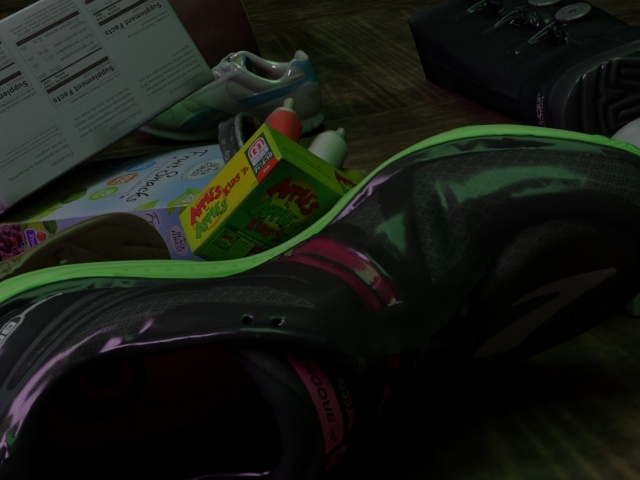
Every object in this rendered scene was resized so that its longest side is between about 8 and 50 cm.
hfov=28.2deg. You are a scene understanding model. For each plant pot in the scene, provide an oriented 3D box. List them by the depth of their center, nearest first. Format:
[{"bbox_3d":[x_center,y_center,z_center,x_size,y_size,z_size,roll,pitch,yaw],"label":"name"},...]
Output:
[{"bbox_3d":[-0.220,-0.245,1.580,0.230,0.215,0.215,-26,26,-10],"label":"plant pot"}]

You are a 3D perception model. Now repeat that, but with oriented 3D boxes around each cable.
[{"bbox_3d":[-0.029,-0.026,1.015,0.072,0.139,0.287,-41,18,25],"label":"cable"}]

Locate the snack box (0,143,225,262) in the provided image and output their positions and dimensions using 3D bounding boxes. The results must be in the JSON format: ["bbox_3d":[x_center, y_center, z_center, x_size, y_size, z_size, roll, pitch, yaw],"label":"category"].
[{"bbox_3d":[-0.155,-0.026,1.138,0.207,0.070,0.174,-5,21,23],"label":"snack box"}]

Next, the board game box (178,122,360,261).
[{"bbox_3d":[0.000,0.000,0.899,0.181,0.092,0.043,30,22,-39],"label":"board game box"}]

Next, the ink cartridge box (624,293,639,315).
[{"bbox_3d":[0.208,0.005,1.012,0.235,0.056,0.171,-13,23,-14],"label":"ink cartridge box"}]

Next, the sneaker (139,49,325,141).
[{"bbox_3d":[-0.111,-0.169,1.475,0.229,0.092,0.087,-3,24,11],"label":"sneaker"}]

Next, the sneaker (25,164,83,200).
[{"bbox_3d":[-0.323,-0.062,1.324,0.089,0.051,0.170,-3,19,21],"label":"sneaker"}]

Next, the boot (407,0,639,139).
[{"bbox_3d":[0.338,-0.216,1.431,0.367,0.146,0.445,-10,18,-13],"label":"boot"}]

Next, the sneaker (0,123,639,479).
[{"bbox_3d":[0.007,0.074,0.783,0.483,0.185,0.202,-20,31,-7],"label":"sneaker"}]

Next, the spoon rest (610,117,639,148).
[{"bbox_3d":[0.360,-0.071,1.087,0.276,0.084,0.137,-10,25,-34],"label":"spoon rest"}]

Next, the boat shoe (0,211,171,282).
[{"bbox_3d":[-0.257,0.068,0.950,0.302,0.109,0.098,-24,-9,-29],"label":"boat shoe"}]

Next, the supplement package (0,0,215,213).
[{"bbox_3d":[-0.274,-0.128,1.209,0.262,0.145,0.204,-38,11,-36],"label":"supplement package"}]
